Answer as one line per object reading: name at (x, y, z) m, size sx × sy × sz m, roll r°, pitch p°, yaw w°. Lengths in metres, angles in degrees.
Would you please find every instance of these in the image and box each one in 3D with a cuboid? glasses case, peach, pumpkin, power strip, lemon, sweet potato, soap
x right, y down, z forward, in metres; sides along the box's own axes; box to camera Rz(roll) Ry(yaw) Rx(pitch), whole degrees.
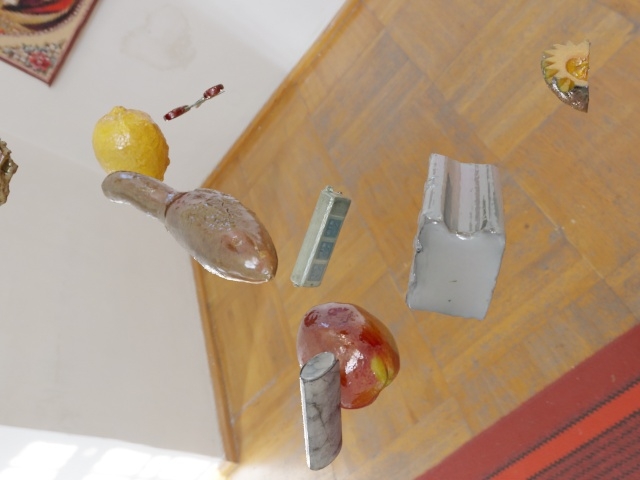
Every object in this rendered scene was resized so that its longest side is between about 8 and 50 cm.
glasses case at (0.001, 0.412, 1.343) m, size 0.060 × 0.114 × 0.299 m, roll 21°, pitch 128°, yaw 36°
peach at (0.072, 0.326, 1.656) m, size 0.332 × 0.308 × 0.307 m, roll 46°, pitch 108°, yaw 27°
pumpkin at (0.688, -0.444, 1.585) m, size 0.131 × 0.149 × 0.253 m, roll 3°, pitch 47°, yaw 21°
power strip at (0.000, 0.000, 1.393) m, size 0.052 × 0.078 × 0.272 m, roll 28°, pitch 103°, yaw 38°
lemon at (-0.379, -0.183, 1.135) m, size 0.142 × 0.187 × 0.142 m, roll -13°, pitch 35°, yaw 9°
sweet potato at (-0.190, -0.034, 0.837) m, size 0.385 × 0.109 × 0.109 m, roll 27°, pitch 92°, yaw 37°
soap at (0.359, -0.005, 1.514) m, size 0.435 × 0.213 × 0.350 m, roll -64°, pitch -17°, yaw -58°

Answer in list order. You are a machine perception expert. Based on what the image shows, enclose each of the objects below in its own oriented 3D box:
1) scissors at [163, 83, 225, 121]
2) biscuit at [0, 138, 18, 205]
scissors at (-0.269, -0.315, 1.269) m, size 0.144 × 0.017 × 0.247 m, roll -28°, pitch 15°, yaw 6°
biscuit at (-0.333, -0.119, 0.424) m, size 0.026 × 0.237 × 0.131 m, roll -41°, pitch -26°, yaw -84°
